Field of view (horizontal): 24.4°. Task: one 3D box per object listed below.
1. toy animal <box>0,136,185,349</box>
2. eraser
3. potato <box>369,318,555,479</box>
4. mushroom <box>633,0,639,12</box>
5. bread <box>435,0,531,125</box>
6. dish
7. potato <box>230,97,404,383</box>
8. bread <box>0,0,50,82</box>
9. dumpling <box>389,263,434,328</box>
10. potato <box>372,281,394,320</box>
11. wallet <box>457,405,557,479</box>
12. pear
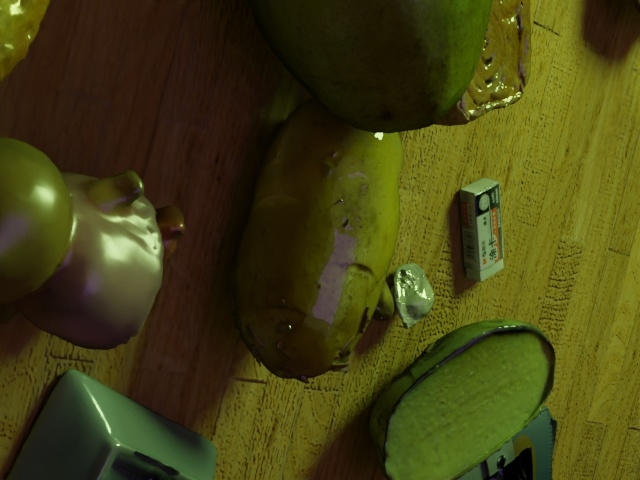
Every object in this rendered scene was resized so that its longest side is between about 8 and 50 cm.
[{"bbox_3d":[-0.251,-0.001,1.281,0.195,0.169,0.281,-41,136,15],"label":"toy animal"},{"bbox_3d":[0.203,-0.013,1.859,0.052,0.029,0.122,-27,120,-39],"label":"eraser"},{"bbox_3d":[0.155,0.186,1.808,0.272,0.111,0.160,-34,118,-19],"label":"potato"},{"bbox_3d":[0.553,-0.388,1.951,0.233,0.302,0.208,75,15,-46],"label":"mushroom"},{"bbox_3d":[0.139,-0.220,1.649,0.149,0.143,0.158,-27,117,-39],"label":"bread"},{"bbox_3d":[-0.193,0.256,1.478,0.243,0.080,0.181,37,74,-47],"label":"dish"},{"bbox_3d":[0.000,0.000,1.564,0.173,0.140,0.300,17,83,-41],"label":"potato"},{"bbox_3d":[-0.346,-0.240,1.078,0.337,0.204,0.358,26,84,-43],"label":"bread"},{"bbox_3d":[0.109,0.062,1.763,0.076,0.052,0.057,-41,140,-19],"label":"dumpling"},{"bbox_3d":[0.056,0.059,1.712,0.046,0.045,0.092,-46,127,-30],"label":"potato"},{"bbox_3d":[0.223,0.317,1.953,0.231,0.069,0.170,-24,123,-40],"label":"wallet"},{"bbox_3d":[0.051,-0.264,1.454,0.253,0.253,0.307,-36,120,-35],"label":"pear"}]
